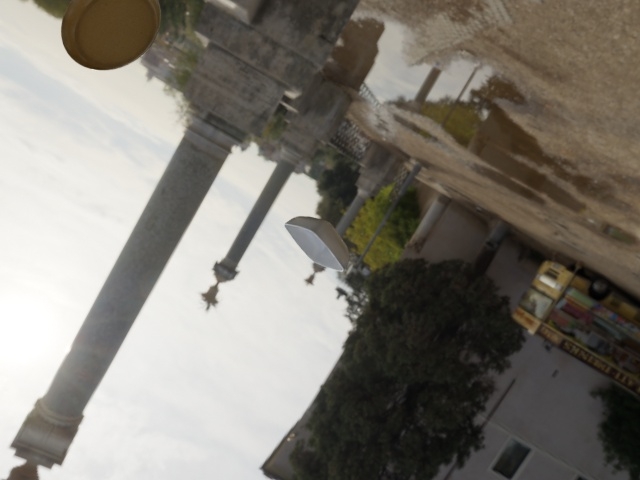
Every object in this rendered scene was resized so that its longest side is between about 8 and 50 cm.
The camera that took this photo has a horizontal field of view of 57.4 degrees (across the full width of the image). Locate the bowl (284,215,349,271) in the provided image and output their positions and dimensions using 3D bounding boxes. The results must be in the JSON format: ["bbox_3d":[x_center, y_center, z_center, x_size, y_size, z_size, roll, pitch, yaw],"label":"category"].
[{"bbox_3d":[0.000,0.000,1.313,0.142,0.053,0.142,17,149,53],"label":"bowl"}]

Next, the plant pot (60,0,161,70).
[{"bbox_3d":[-0.465,-0.483,1.313,0.236,0.236,0.032,32,174,14],"label":"plant pot"}]
